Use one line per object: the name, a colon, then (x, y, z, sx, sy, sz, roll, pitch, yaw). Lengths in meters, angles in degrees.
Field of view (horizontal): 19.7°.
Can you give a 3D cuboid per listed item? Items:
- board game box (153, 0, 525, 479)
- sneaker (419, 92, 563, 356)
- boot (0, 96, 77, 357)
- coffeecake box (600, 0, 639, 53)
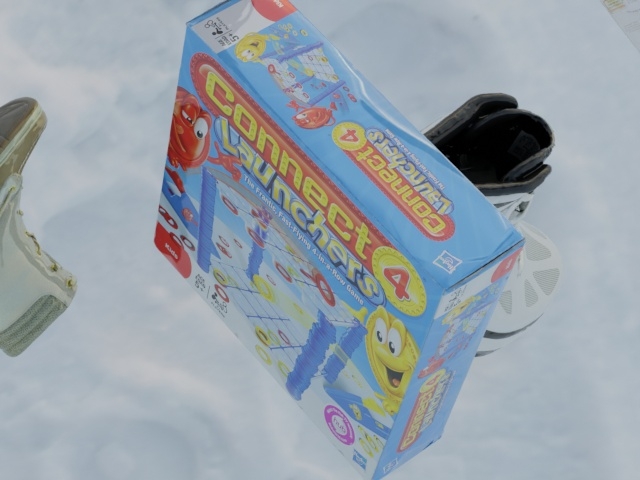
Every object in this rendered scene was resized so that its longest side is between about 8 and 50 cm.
board game box: (0.000, 0.000, 1.501, 0.086, 0.302, 0.308, -32, 66, -28)
sneaker: (0.182, -0.014, 1.889, 0.447, 0.257, 0.169, 4, 55, -53)
boot: (-0.289, -0.012, 1.751, 0.165, 0.077, 0.213, 41, 74, -35)
coffeecake box: (0.324, -0.192, 1.504, 0.185, 0.068, 0.142, 50, 60, -13)
